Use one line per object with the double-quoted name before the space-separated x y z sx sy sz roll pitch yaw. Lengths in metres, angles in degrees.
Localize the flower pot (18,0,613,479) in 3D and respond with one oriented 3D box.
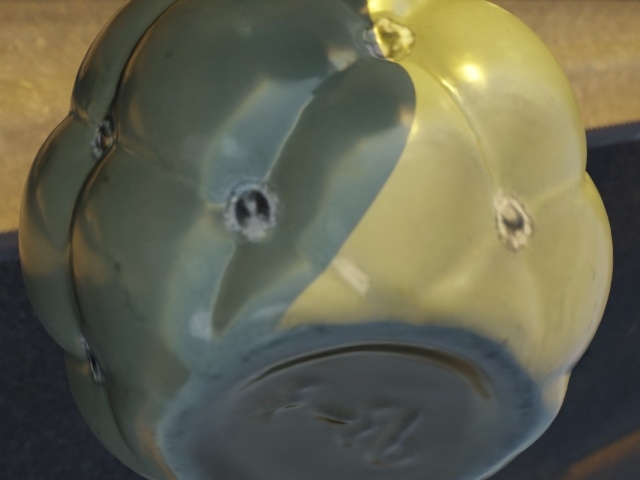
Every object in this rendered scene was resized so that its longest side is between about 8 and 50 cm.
"flower pot" 0.000 0.000 0.513 0.246 0.195 0.246 -4 140 -4
